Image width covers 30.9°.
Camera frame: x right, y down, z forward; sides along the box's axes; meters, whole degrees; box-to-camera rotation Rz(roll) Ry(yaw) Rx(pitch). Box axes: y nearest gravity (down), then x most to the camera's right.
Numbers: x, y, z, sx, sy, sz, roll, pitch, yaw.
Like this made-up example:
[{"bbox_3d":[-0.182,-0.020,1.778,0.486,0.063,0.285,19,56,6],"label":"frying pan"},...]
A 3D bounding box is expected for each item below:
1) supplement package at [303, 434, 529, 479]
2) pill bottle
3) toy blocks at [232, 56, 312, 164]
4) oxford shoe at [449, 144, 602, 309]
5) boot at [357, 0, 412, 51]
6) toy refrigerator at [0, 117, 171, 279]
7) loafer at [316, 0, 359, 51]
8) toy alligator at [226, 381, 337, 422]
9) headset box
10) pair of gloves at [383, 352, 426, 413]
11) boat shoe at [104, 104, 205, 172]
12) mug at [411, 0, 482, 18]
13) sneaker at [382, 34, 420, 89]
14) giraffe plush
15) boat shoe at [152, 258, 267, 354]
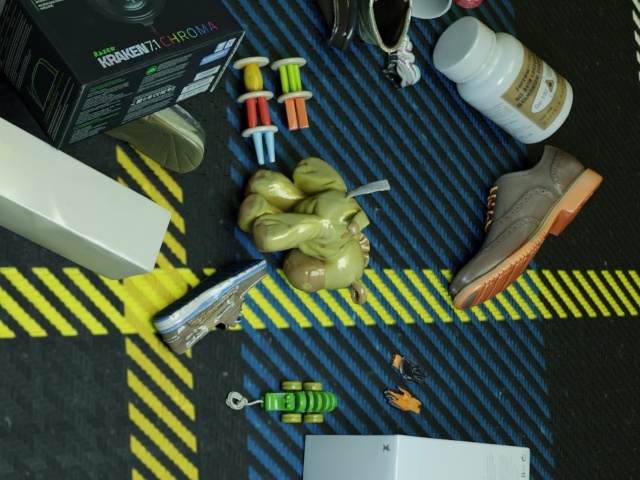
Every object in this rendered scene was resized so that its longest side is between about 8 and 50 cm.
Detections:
[{"bbox_3d":[0.133,0.380,1.627,0.262,0.198,0.199,13,75,-38],"label":"supplement package"},{"bbox_3d":[0.300,-0.269,1.919,0.229,0.131,0.131,31,64,-32],"label":"pill bottle"},{"bbox_3d":[-0.062,-0.185,1.656,0.123,0.054,0.148,-6,86,-39],"label":"toy blocks"},{"bbox_3d":[0.314,-0.023,1.922,0.132,0.130,0.363,42,60,12],"label":"oxford shoe"},{"bbox_3d":[0.092,-0.392,1.720,0.077,0.165,0.213,-3,106,-5],"label":"boot"},{"bbox_3d":[-0.322,-0.053,1.389,0.269,0.102,0.094,30,65,-32],"label":"toy refrigerator"},{"bbox_3d":[0.011,-0.393,1.750,0.078,0.080,0.220,-4,85,-7],"label":"loafer"},{"bbox_3d":[-0.039,0.224,1.607,0.189,0.051,0.056,7,77,-38],"label":"toy alligator"},{"bbox_3d":[-0.279,-0.287,1.392,0.246,0.131,0.283,-27,74,-38],"label":"headset box"},{"bbox_3d":[0.130,0.220,1.774,0.074,0.010,0.083,29,62,-31],"label":"pair of gloves"},{"bbox_3d":[-0.244,-0.174,1.497,0.223,0.080,0.073,35,30,-16],"label":"boat shoe"},{"bbox_3d":[0.195,-0.449,1.881,0.150,0.113,0.169,39,56,-25],"label":"mug"},{"bbox_3d":[0.117,-0.286,1.831,0.069,0.038,0.098,-34,104,-39],"label":"sneaker"},{"bbox_3d":[0.000,0.000,1.617,0.181,0.210,0.171,-81,165,-48],"label":"giraffe plush"},{"bbox_3d":[-0.140,0.087,1.546,0.183,0.066,0.066,-32,108,-28],"label":"boat shoe"}]
